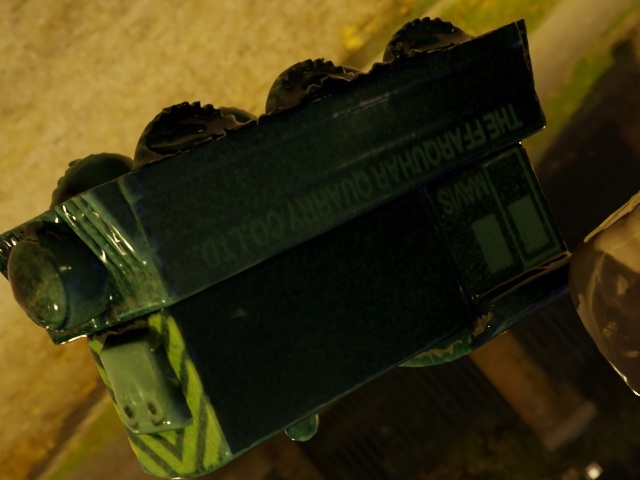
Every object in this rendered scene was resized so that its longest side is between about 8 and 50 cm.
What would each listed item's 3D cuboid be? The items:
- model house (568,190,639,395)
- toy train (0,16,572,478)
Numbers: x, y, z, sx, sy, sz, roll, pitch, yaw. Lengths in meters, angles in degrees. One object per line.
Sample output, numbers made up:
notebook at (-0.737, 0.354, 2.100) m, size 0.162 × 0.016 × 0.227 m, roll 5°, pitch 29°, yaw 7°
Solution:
model house at (0.365, 0.031, 0.697) m, size 0.334 × 0.382 × 0.342 m, roll -37°, pitch 175°, yaw -43°
toy train at (0.000, 0.000, 0.829) m, size 0.330 × 0.178 × 0.138 m, roll -26°, pitch -176°, yaw -38°
